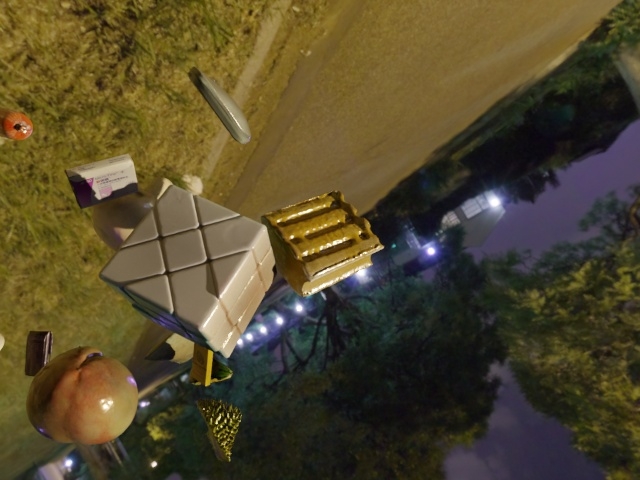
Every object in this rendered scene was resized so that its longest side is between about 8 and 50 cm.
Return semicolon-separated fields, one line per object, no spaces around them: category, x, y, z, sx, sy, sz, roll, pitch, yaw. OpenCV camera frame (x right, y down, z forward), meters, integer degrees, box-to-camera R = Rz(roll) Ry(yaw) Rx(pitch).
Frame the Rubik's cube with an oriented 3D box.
Rubik's cube;-0.339;0.095;1.193;0.319;0.321;0.316;-61;168;-25

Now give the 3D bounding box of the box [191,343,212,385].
box;-0.394;0.394;1.415;0.086;0.155;0.023;16;-168;42

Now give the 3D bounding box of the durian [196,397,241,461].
durian;-0.387;0.672;1.548;0.351;0.158;0.169;-19;-128;66

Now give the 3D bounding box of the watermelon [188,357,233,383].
watermelon;-0.484;0.566;1.815;0.301;0.129;0.123;-26;-138;46

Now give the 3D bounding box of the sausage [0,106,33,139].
sausage;-1.002;-0.373;1.346;0.312;0.093;0.093;18;-152;31

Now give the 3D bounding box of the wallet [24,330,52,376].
wallet;-1.052;0.420;1.578;0.111;0.166;0.030;-4;170;17

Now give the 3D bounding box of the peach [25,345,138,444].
peach;-0.671;0.444;1.205;0.292;0.292;0.248;-35;-160;50

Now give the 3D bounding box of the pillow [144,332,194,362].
pillow;-0.662;0.504;1.985;0.185;0.075;0.302;-43;156;-2

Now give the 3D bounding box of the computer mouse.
computer mouse;-0.366;-0.506;1.594;0.095;0.197;0.331;-39;133;-4

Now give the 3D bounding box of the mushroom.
mushroom;-0.770;-0.101;1.732;0.324;0.354;0.353;-7;177;1

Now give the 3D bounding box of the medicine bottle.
medicine bottle;-0.726;-0.201;1.423;0.201;0.052;0.171;-23;157;-28

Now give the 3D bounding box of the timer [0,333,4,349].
timer;-1.213;0.279;1.424;0.175;0.266;0.175;-1;-148;1

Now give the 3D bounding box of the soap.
soap;0.000;0.000;1.428;0.334;0.293;0.156;-23;153;-35
